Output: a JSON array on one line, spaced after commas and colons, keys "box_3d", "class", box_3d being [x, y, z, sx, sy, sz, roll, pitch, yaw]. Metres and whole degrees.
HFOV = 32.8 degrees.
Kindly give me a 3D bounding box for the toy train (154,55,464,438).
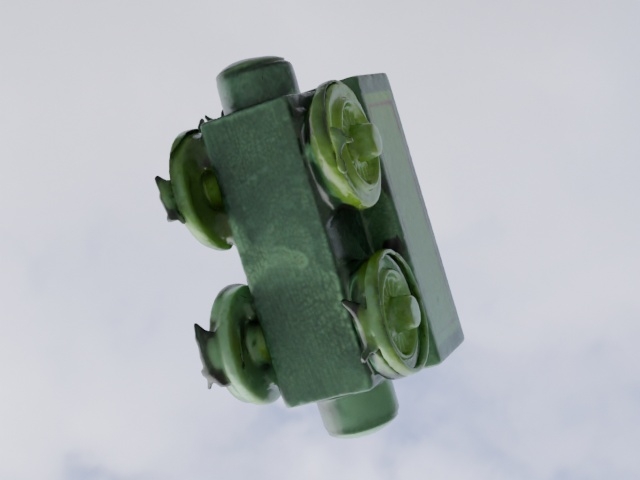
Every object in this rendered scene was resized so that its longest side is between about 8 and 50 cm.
[{"box_3d": [0.000, 0.000, 0.781, 0.188, 0.159, 0.271, -23, -83, -66], "class": "toy train"}]
